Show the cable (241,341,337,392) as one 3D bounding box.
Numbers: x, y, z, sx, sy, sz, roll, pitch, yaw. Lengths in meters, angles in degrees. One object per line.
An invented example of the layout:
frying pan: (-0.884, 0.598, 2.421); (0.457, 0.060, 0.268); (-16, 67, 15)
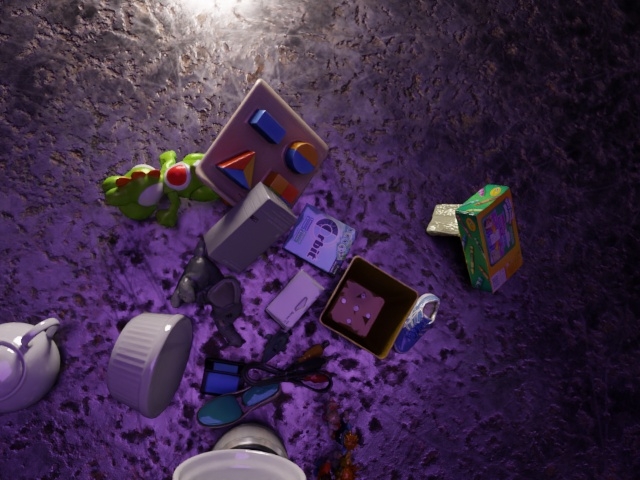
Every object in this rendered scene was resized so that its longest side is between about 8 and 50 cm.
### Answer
cable: (-0.080, 0.385, 1.481); (0.286, 0.072, 0.140); (-11, 74, -19)

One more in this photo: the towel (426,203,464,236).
towel: (0.397, -0.064, 1.602); (0.027, 0.148, 0.110); (30, 77, -33)

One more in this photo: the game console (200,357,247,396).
game console: (-0.274, 0.391, 1.476); (0.122, 0.107, 0.071); (10, 52, -7)

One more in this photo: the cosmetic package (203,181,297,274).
cosmetic package: (-0.198, -0.032, 1.446); (0.238, 0.107, 0.127); (-45, 131, 11)

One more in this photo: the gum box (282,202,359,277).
gum box: (0.000, 0.000, 1.583); (0.184, 0.041, 0.157); (28, 79, -2)

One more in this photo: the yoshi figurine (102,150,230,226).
yoshi figurine: (-0.435, -0.150, 1.505); (0.361, 0.203, 0.203); (-12, 122, -23)

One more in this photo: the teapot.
teapot: (-0.817, 0.329, 1.348); (0.252, 0.187, 0.256); (2, 81, -8)

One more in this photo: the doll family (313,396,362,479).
doll family: (0.059, 0.575, 1.447); (0.118, 0.163, 0.263); (8, 81, -7)

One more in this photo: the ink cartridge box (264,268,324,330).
ink cartridge box: (-0.078, 0.168, 1.462); (0.087, 0.208, 0.153); (42, 78, 0)

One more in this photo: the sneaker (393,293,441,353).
sneaker: (0.289, 0.248, 1.568); (0.080, 0.081, 0.211); (34, 80, -4)

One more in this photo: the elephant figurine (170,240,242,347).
elephant figurine: (-0.288, 0.159, 1.481); (0.239, 0.186, 0.169); (26, 36, -14)

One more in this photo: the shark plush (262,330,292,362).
shark plush: (-0.114, 0.299, 1.477); (0.073, 0.161, 0.067); (48, 46, -9)

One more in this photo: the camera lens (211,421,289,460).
camera lens: (-0.186, 0.602, 1.352); (0.219, 0.274, 0.220); (1, 82, -7)

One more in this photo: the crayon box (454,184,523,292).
crayon box: (0.507, -0.005, 1.552); (0.165, 0.081, 0.279); (-35, 119, -27)

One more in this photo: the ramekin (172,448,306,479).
ramekin: (-0.172, 0.555, 1.088); (0.276, 0.277, 0.135); (5, 89, -7)

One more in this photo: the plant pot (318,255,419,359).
plant pot: (0.122, 0.193, 1.498); (0.212, 0.187, 0.212); (31, 80, -3)

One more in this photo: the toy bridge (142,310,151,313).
toy bridge: (-0.536, 0.287, 1.474); (0.063, 0.026, 0.188); (23, 80, -2)

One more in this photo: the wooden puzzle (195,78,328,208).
wooden puzzle: (-0.143, -0.232, 1.498); (0.322, 0.080, 0.348); (40, 74, -36)

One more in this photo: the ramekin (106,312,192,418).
ramekin: (-0.449, 0.314, 1.371); (0.127, 0.273, 0.273); (15, 80, 5)

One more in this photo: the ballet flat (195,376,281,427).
ballet flat: (-0.225, 0.461, 1.461); (0.248, 0.086, 0.086); (-17, 85, -18)
